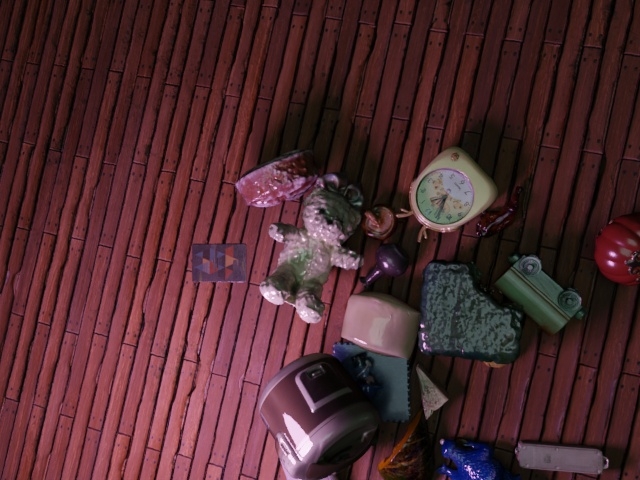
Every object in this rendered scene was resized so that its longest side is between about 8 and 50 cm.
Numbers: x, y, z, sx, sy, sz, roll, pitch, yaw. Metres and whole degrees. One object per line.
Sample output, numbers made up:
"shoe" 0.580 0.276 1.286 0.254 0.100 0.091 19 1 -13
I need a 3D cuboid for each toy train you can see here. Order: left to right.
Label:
"toy train" 0.685 0.167 1.741 0.285 0.116 0.177 44 108 10

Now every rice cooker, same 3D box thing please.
"rice cooker" 0.000 0.553 1.713 0.335 0.335 0.325 -45 55 6

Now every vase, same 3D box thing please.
"vase" 0.207 0.092 1.845 0.183 0.120 0.120 -44 79 20

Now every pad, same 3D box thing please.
"pad" -0.371 0.082 2.018 0.211 0.003 0.143 -1 87 12
"pad" 0.171 0.480 1.877 0.269 0.012 0.269 -3 86 12

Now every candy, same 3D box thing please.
"candy" -0.141 -0.203 1.878 0.289 0.214 0.157 -23 87 11

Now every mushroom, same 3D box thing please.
"mushroom" 0.201 -0.060 1.861 0.127 0.087 0.127 -1 86 16

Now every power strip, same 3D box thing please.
"power strip" 0.746 0.675 1.723 0.272 0.052 0.078 0 87 11

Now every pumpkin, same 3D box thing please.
"pumpkin" 0.313 0.708 1.786 0.163 0.111 0.279 35 93 7

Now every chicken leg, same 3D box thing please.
"chicken leg" 0.592 -0.087 1.803 0.205 0.053 0.093 -34 66 4

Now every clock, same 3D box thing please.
"clock" 0.403 -0.138 1.819 0.308 0.096 0.235 -40 81 7

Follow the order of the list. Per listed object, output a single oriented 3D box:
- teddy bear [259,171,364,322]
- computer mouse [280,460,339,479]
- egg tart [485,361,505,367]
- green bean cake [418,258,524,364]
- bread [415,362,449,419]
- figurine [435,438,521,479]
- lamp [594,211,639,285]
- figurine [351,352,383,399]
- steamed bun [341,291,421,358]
"teddy bear" 0.000 0.000 1.775 0.327 0.375 0.362 29 117 -7
"computer mouse" -0.041 0.762 1.853 0.184 0.121 0.297 -17 85 12
"egg tart" 0.565 0.345 1.782 0.128 0.049 0.129 -1 83 10
"green bean cake" 0.471 0.220 1.720 0.307 0.169 0.300 3 82 23
"bread" 0.337 0.492 1.808 0.105 0.077 0.152 -44 78 6
"figurine" 0.490 0.719 1.739 0.262 0.120 0.164 21 95 15
"lamp" 0.929 0.022 1.648 0.226 0.227 0.227 -1 87 12
"figurine" 0.147 0.454 1.841 0.086 0.087 0.149 -28 78 47
"steamed bun" 0.196 0.271 1.807 0.250 0.155 0.200 16 85 12
